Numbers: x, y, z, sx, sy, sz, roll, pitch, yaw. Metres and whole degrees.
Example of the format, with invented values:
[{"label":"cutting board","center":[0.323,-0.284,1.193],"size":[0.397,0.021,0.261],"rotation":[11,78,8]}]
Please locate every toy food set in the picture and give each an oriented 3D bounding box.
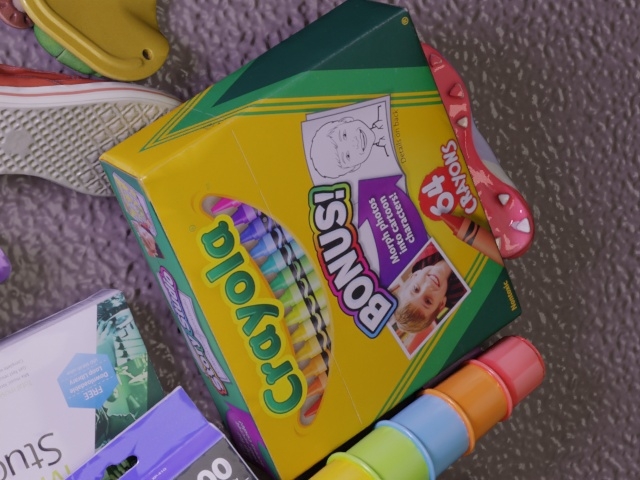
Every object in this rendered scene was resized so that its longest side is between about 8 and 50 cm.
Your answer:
[{"label":"toy food set","center":[-0.244,-0.227,1.854],"size":[0.218,0.071,0.128],"rotation":[39,51,-22]}]

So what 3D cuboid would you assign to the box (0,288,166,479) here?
[{"label":"box","center":[-0.236,0.237,1.865],"size":[0.232,0.058,0.322],"rotation":[-27,104,-22]}]

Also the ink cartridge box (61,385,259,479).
[{"label":"ink cartridge box","center":[-0.144,0.278,1.834],"size":[0.206,0.045,0.208],"rotation":[-39,99,-14]}]

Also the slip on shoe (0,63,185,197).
[{"label":"slip on shoe","center":[-0.258,-0.113,1.824],"size":[0.331,0.101,0.123],"rotation":[2,126,-35]}]

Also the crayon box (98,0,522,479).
[{"label":"crayon box","center":[0.000,0.000,1.900],"size":[0.313,0.106,0.363],"rotation":[-35,119,-21]}]

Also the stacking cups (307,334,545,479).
[{"label":"stacking cups","center":[0.100,0.192,1.948],"size":[0.316,0.096,0.096],"rotation":[-38,106,-31]}]

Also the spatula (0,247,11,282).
[{"label":"spatula","center":[-0.422,0.080,1.791],"size":[0.296,0.030,0.084],"rotation":[-37,104,-19]}]

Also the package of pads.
[{"label":"package of pads","center":[0.139,0.150,2.051],"size":[0.083,0.032,0.050],"rotation":[-27,101,-22]}]

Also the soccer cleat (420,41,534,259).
[{"label":"soccer cleat","center":[0.142,-0.090,2.033],"size":[0.083,0.095,0.248],"rotation":[-31,87,2]}]
